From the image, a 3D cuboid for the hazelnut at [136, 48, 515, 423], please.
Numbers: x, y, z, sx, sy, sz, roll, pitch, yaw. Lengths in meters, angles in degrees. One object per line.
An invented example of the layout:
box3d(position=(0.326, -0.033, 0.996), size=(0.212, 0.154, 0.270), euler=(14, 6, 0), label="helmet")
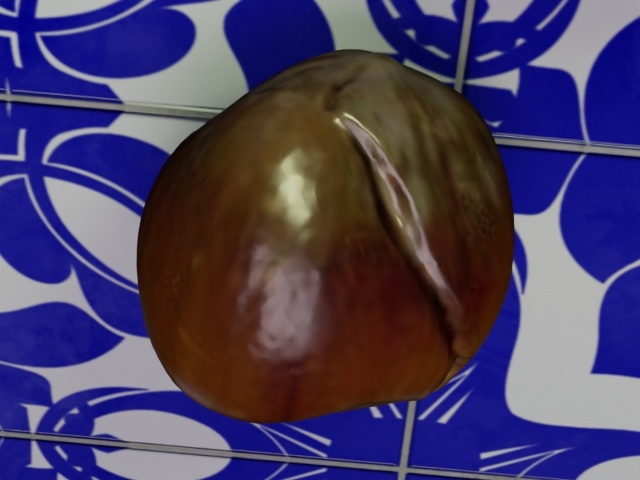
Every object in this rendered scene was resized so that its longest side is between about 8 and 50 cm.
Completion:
box3d(position=(0.000, 0.000, 1.614), size=(0.372, 0.315, 0.372), euler=(-29, 138, -30), label="hazelnut")
